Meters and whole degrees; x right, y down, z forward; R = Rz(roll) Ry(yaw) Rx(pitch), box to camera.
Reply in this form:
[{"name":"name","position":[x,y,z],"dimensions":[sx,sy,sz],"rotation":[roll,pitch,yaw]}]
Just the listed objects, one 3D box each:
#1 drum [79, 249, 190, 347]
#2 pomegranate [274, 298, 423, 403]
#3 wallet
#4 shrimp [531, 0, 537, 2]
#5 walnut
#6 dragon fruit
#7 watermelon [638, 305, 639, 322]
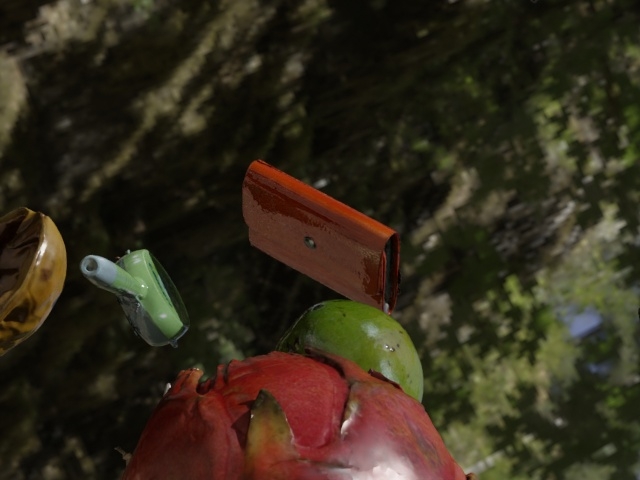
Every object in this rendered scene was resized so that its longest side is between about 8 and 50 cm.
[{"name":"drum","position":[-0.206,0.071,1.681],"dimensions":[0.130,0.049,0.253],"rotation":[61,5,1]},{"name":"pomegranate","position":[0.021,0.171,1.659],"dimensions":[0.179,0.210,0.179],"rotation":[14,-50,17]},{"name":"wallet","position":[0.000,0.000,1.748],"dimensions":[0.204,0.045,0.142],"rotation":[28,-37,24]},{"name":"shrimp","position":[0.066,-0.260,1.041],"dimensions":[0.289,0.178,0.075],"rotation":[61,8,-52]},{"name":"walnut","position":[-0.342,0.064,1.587],"dimensions":[0.087,0.211,0.167],"rotation":[43,9,-36]},{"name":"dragon fruit","position":[-0.014,0.190,0.913],"dimensions":[0.241,0.241,0.252],"rotation":[138,-49,-67]},{"name":"watermelon","position":[0.461,0.091,1.593],"dimensions":[0.136,0.207,0.202],"rotation":[50,27,-23]}]
